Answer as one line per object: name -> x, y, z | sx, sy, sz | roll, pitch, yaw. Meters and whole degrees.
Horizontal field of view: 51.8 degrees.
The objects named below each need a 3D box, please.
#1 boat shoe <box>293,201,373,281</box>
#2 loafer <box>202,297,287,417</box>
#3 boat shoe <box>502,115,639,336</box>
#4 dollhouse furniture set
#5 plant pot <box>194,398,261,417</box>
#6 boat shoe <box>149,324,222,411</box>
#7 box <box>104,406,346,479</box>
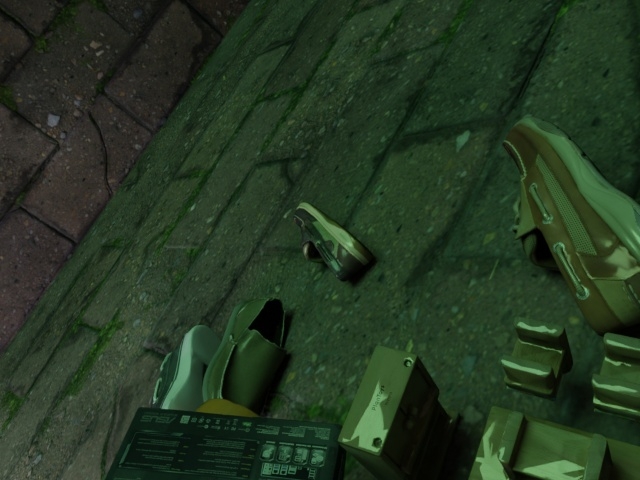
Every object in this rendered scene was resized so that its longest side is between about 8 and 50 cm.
boat shoe -> 0.001, 0.001, 1.061 | 0.073, 0.080, 0.223 | -47, 33, -5
loafer -> -0.106, 0.175, 0.988 | 0.087, 0.094, 0.251 | -36, 31, 32
boat shoe -> 0.256, -0.028, 0.700 | 0.116, 0.123, 0.324 | -42, 28, 18
dollhouse furniture set -> 0.164, 0.197, 0.589 | 0.242, 0.161, 0.212 | 9, 60, 33
plant pot -> -0.142, 0.306, 0.805 | 0.205, 0.205, 0.188 | -18, 26, 44
boat shoe -> -0.221, 0.260, 1.040 | 0.102, 0.108, 0.301 | -39, 28, 19
box -> -0.101, 0.261, 0.645 | 0.232, 0.059, 0.183 | 1, 38, 11
